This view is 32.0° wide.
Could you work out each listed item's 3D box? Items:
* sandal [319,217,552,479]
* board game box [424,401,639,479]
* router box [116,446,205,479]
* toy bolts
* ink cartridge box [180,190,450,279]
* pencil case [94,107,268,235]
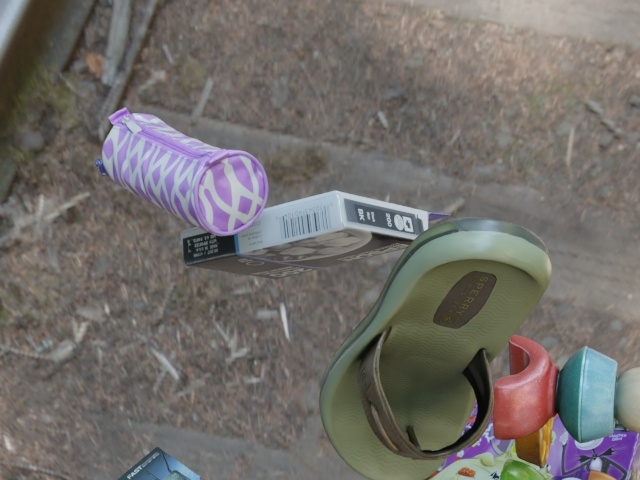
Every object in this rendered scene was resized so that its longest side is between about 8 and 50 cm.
[{"bbox_3d":[0.072,0.100,0.775,0.120,0.302,0.086,3,53,-10],"label":"sandal"},{"bbox_3d":[0.226,0.285,1.380,0.347,0.056,0.208,-5,41,39],"label":"board game box"},{"bbox_3d":[-0.181,0.283,1.167,0.092,0.038,0.122,25,49,36],"label":"router box"},{"bbox_3d":[0.260,0.183,1.064,0.159,0.228,0.218,4,37,19],"label":"toy bolts"},{"bbox_3d":[0.000,0.000,1.159,0.206,0.208,0.045,-14,77,36],"label":"ink cartridge box"},{"bbox_3d":[-0.135,-0.070,1.077,0.086,0.088,0.206,-31,34,-28],"label":"pencil case"}]
